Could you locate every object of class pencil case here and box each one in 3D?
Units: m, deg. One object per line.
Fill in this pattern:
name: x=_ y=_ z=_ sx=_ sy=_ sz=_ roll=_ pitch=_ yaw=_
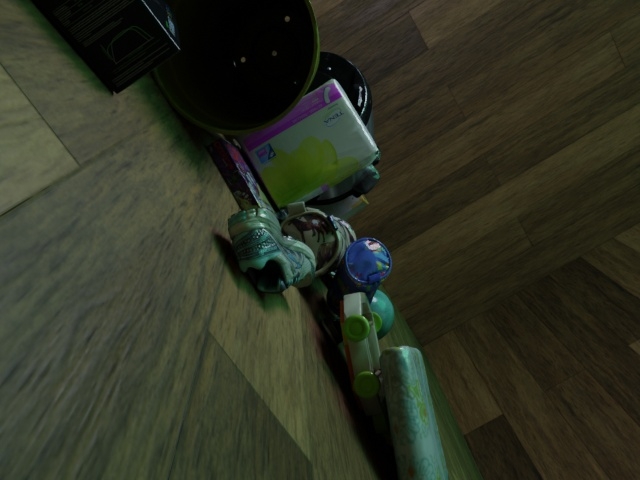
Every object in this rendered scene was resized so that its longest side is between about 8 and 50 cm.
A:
pencil case: x=0.000 y=0.000 z=1.591 sx=0.410 sy=0.159 sz=0.184 roll=4 pitch=83 yaw=-81
pencil case: x=0.094 y=0.111 z=1.516 sx=0.306 sy=0.119 sz=0.133 roll=107 pitch=-39 yaw=-63

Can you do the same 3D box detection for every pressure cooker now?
pressure cooker: x=-0.010 y=-0.309 z=1.792 sx=0.420 sy=0.375 sz=0.370 roll=74 pitch=7 yaw=-66

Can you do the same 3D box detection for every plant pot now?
plant pot: x=-0.150 y=-0.439 z=1.359 sx=0.367 sy=0.366 sz=0.353 roll=58 pitch=17 yaw=-5

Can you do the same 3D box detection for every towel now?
towel: x=0.203 y=0.398 z=1.290 sx=0.374 sy=0.090 sz=0.321 roll=42 pitch=36 yaw=-73

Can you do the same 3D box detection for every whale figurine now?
whale figurine: x=0.154 y=0.210 z=1.884 sx=0.216 sy=0.141 sz=0.272 roll=57 pitch=6 yaw=-10

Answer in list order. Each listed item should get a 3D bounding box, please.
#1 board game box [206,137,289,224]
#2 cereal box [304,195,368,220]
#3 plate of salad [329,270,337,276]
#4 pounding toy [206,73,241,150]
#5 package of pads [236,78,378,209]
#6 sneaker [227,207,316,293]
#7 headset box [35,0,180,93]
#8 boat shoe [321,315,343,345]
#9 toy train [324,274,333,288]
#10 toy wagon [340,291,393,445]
board game box: x=-0.163 y=-0.127 z=1.495 sx=0.208 sy=0.056 sz=0.347 roll=55 pitch=6 yaw=8
cereal box: x=0.023 y=-0.124 z=1.990 sx=0.047 sy=0.240 sz=0.173 roll=25 pitch=34 yaw=-59
plate of salad: x=0.028 y=0.057 z=1.864 sx=0.200 sy=0.048 sz=0.200 roll=38 pitch=14 yaw=-11
pounding toy: x=-0.252 y=-0.327 z=1.516 sx=0.206 sy=0.094 sz=0.181 roll=55 pitch=7 yaw=-21
package of pads: x=-0.027 y=-0.233 z=1.488 sx=0.229 sy=0.296 sz=0.101 roll=59 pitch=2 yaw=4
sneaker: x=-0.089 y=0.053 z=1.110 sx=0.283 sy=0.110 sz=0.122 roll=43 pitch=34 yaw=-57
headset box: x=-0.368 y=-0.420 z=0.938 sx=0.283 sy=0.131 sz=0.246 roll=53 pitch=8 yaw=-37
boat shoe: x=0.054 y=0.212 z=1.471 sx=0.075 sy=0.065 sz=0.206 roll=60 pitch=7 yaw=10
toy train: x=0.033 y=0.132 z=1.837 sx=0.036 sy=0.027 sz=0.158 roll=56 pitch=7 yaw=-37
toy wagon: x=0.111 y=0.290 z=1.329 sx=0.267 sy=0.068 sz=0.345 roll=25 pitch=55 yaw=-77
